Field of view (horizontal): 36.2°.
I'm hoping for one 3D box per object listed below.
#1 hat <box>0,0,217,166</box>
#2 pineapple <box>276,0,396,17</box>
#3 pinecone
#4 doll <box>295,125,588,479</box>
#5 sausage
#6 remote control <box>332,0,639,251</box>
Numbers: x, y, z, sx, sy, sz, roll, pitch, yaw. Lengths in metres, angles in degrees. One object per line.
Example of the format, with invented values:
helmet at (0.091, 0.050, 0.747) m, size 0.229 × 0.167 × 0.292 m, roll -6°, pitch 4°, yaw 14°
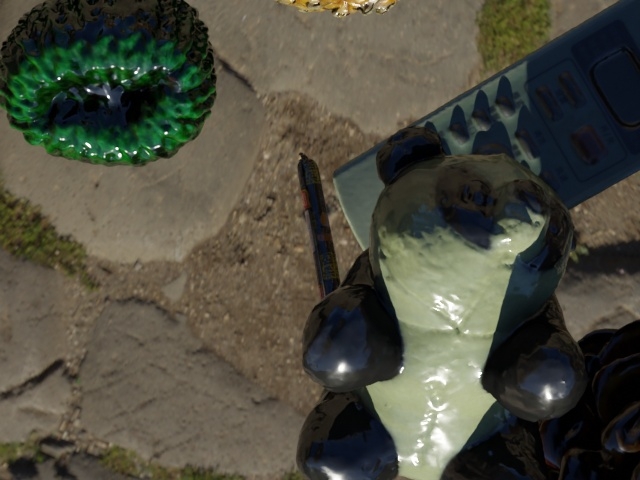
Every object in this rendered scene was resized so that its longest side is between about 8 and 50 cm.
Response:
hat at (-0.276, -0.262, 1.315) m, size 0.274 × 0.332 × 0.242 m, roll 5°, pitch 125°, yaw -10°
pineapple at (0.002, -0.390, 1.302) m, size 0.286 × 0.209 × 0.344 m, roll -27°, pitch 138°, yaw -18°
pinecone at (0.239, 0.161, 0.659) m, size 0.224 × 0.272 × 0.224 m, roll 0°, pitch 87°, yaw 4°
doll at (0.066, 0.055, 0.541) m, size 0.144 × 0.135 × 0.234 m, roll 8°, pitch 134°, yaw 6°
sausage at (0.000, 0.000, 1.011) m, size 0.025 × 0.028 × 0.198 m, roll -13°, pitch 73°, yaw 8°
remote control at (0.152, -0.070, 0.745) m, size 0.285 × 0.038 × 0.123 m, roll -28°, pitch 88°, yaw 8°
